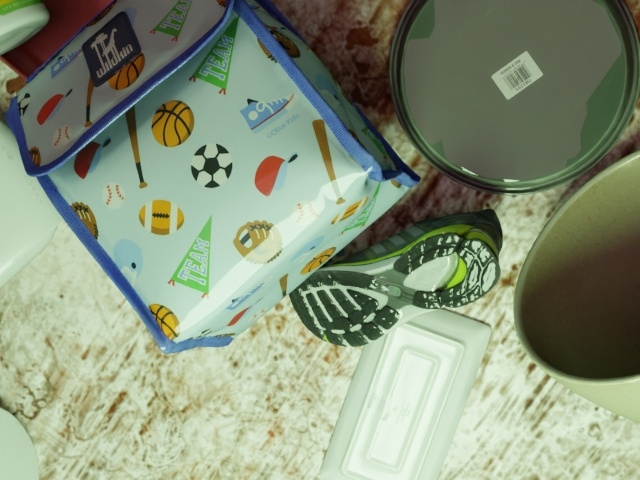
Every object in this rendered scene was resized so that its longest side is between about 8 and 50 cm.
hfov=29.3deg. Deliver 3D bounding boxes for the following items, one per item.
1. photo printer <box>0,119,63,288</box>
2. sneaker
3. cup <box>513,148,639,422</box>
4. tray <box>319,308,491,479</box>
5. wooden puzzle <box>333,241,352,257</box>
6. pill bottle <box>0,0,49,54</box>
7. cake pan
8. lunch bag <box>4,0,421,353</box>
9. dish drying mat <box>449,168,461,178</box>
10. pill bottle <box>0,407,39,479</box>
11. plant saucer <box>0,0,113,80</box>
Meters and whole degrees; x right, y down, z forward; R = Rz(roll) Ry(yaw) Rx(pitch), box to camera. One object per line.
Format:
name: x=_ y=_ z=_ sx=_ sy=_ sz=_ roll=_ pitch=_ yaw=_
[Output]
photo printer: x=-0.489 y=-0.026 z=1.501 sx=0.307 sy=0.107 sz=0.256 roll=-43 pitch=101 yaw=-12
sneaker: x=0.095 y=0.042 z=1.461 sx=0.300 sy=0.121 sz=0.111 roll=-17 pitch=106 yaw=33
cup: x=0.413 y=0.081 z=1.325 sx=0.331 sy=0.331 sz=0.237 roll=-38 pitch=119 yaw=15
tray: x=0.103 y=0.209 z=1.530 sx=0.145 sy=0.030 sz=0.270 roll=20 pitch=104 yaw=7
wooden puzzle: x=0.000 y=0.000 z=1.518 sx=0.083 sy=0.006 sz=0.049 roll=-12 pitch=99 yaw=13
pill bottle: x=-0.431 y=-0.334 z=1.416 sx=0.136 sy=0.136 sz=0.245 roll=-28 pitch=95 yaw=15
cake pan: x=0.222 y=-0.194 z=1.408 sx=0.293 sy=0.054 sz=0.293 roll=2 pitch=100 yaw=9
lunch bag: x=-0.142 y=-0.118 z=1.385 sx=0.328 sy=0.239 sz=0.385 roll=-39 pitch=77 yaw=11
dish drying mat: x=0.151 y=-0.115 z=1.466 sx=0.032 sy=0.008 sz=0.083 roll=-37 pitch=93 yaw=16
pill bottle: x=-0.522 y=0.330 z=1.605 sx=0.279 sy=0.162 sz=0.162 roll=-25 pitch=96 yaw=14
plant saucer: x=-0.324 y=-0.332 z=1.491 sx=0.258 sy=0.048 sz=0.259 roll=39 pitch=105 yaw=1
